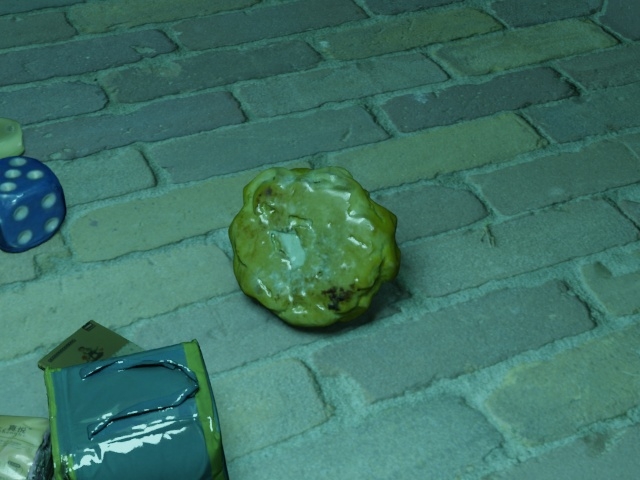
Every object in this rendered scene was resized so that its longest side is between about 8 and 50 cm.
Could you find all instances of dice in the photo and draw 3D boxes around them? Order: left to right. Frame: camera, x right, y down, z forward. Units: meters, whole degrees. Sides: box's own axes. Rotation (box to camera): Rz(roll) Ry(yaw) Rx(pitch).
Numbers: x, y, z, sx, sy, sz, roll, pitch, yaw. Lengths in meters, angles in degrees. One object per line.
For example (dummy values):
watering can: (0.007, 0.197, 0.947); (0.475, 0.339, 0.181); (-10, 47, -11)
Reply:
dice: (-0.599, -0.072, 1.965); (0.143, 0.146, 0.146); (35, 48, 29)

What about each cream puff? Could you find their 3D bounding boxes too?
cream puff: (0.002, 0.001, 1.875); (0.325, 0.291, 0.257); (1, 8, 17)

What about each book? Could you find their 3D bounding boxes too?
book: (-0.373, 0.220, 1.735); (0.199, 0.016, 0.138); (25, 44, 23)

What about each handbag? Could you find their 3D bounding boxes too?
handbag: (-0.273, 0.296, 1.498); (0.241, 0.222, 0.263); (-10, 41, -10)

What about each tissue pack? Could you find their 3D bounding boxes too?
tissue pack: (-0.542, 0.352, 1.480); (0.257, 0.123, 0.215); (5, 38, 0)

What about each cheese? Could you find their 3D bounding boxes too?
cheese: (-0.766, -0.210, 2.180); (0.227, 0.064, 0.137); (-13, 41, -18)
